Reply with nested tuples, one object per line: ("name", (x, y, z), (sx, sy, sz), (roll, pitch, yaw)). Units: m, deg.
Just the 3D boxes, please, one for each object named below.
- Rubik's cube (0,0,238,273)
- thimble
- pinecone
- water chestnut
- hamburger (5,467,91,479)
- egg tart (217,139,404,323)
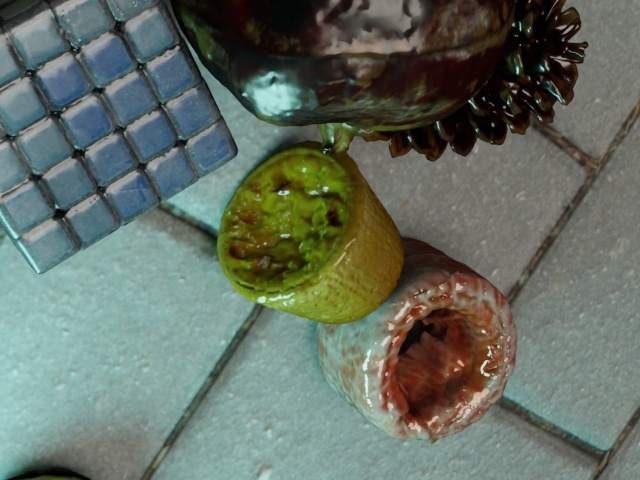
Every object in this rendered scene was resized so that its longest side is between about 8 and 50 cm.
("Rubik's cube", (-0.256, -0.152, 1.283), (0.237, 0.238, 0.237), (-34, 124, -11))
("thimble", (0.117, 0.123, 1.645), (0.239, 0.162, 0.239), (-12, 115, -26))
("pinecone", (0.152, -0.208, 1.451), (0.246, 0.292, 0.246), (2, 88, -52))
("water chestnut", (0.017, -0.214, 1.251), (0.335, 0.335, 0.347), (-8, 132, -25))
("hamburger", (-0.326, 0.355, 1.548), (0.183, 0.130, 0.206), (0, 130, -26))
("egg tart", (0.000, 0.000, 1.524), (0.202, 0.202, 0.147), (-54, 137, 2))
